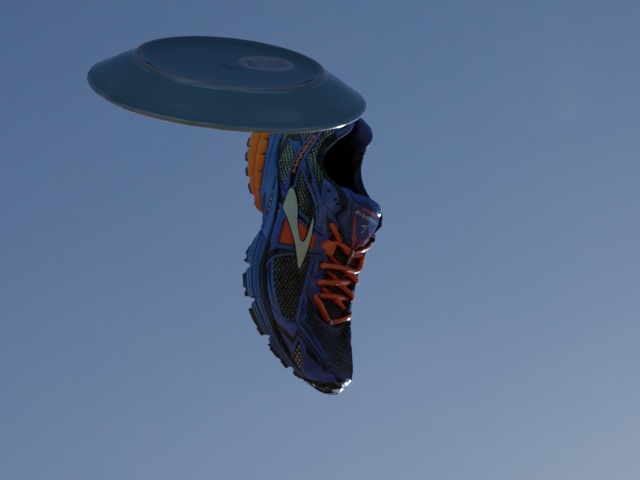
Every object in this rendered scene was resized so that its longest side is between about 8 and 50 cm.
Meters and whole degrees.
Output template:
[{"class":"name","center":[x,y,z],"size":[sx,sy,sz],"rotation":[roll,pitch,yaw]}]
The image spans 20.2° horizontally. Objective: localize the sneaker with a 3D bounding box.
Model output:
[{"class":"sneaker","center":[0.000,0.000,1.245],"size":[0.087,0.221,0.083],"rotation":[-20,-28,28]}]

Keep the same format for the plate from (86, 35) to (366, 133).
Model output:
[{"class":"plate","center":[-0.061,-0.110,1.198],"size":[0.188,0.188,0.024],"rotation":[6,-71,-1]}]
